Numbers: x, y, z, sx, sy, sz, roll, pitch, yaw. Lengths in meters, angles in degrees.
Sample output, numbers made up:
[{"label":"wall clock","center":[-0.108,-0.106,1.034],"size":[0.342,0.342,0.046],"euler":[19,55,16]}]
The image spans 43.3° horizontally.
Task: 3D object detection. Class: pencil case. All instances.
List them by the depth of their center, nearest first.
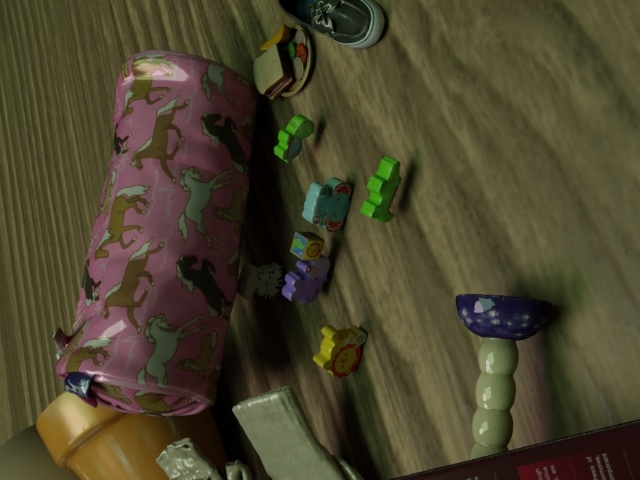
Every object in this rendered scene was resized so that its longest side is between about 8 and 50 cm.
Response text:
[{"label":"pencil case","center":[-0.169,-0.011,0.866],"size":[0.160,0.167,0.386],"euler":[-22,56,55]}]

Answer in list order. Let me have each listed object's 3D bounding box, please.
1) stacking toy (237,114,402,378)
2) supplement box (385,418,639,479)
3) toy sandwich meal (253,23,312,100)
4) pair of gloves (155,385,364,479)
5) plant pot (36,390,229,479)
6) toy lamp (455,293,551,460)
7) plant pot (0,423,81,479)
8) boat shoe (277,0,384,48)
[{"label":"stacking toy","center":[0.000,0.000,0.802],"size":[0.167,0.052,0.221],"euler":[35,115,46]},{"label":"supplement box","center":[0.149,0.188,0.488],"size":[0.239,0.073,0.130],"euler":[-18,72,17]},{"label":"toy sandwich meal","center":[-0.041,-0.193,0.868],"size":[0.085,0.029,0.086],"euler":[0,90,53]},{"label":"pair of gloves","center":[-0.052,0.262,0.807],"size":[0.240,0.042,0.204],"euler":[-35,89,34]},{"label":"plant pot","center":[-0.200,0.250,0.961],"size":[0.188,0.205,0.205],"euler":[56,133,16]},{"label":"toy lamp","center":[0.119,0.178,0.583],"size":[0.080,0.080,0.275],"euler":[-6,75,53]},{"label":"plant pot","center":[-0.303,0.395,1.051],"size":[0.190,0.284,0.284],"euler":[7,96,30]},{"label":"boat shoe","center":[0.007,-0.222,0.795],"size":[0.142,0.040,0.049],"euler":[35,117,48]}]
